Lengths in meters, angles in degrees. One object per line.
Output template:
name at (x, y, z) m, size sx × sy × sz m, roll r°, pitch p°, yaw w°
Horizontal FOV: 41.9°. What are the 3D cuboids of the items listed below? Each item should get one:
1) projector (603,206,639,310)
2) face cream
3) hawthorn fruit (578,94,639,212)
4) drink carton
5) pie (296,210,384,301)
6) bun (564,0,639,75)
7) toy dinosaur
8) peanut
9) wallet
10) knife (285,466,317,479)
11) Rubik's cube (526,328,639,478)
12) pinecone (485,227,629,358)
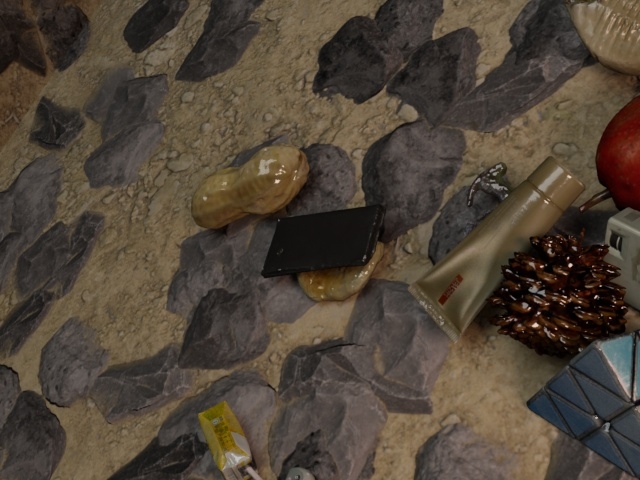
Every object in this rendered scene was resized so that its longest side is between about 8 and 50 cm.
projector at (0.509, 0.035, 1.316) m, size 0.061 × 0.147 × 0.115 m, roll -28°, pitch 40°, yaw -26°
face cream at (0.302, 0.009, 1.425) m, size 0.341 × 0.084 × 0.137 m, roll -48°, pitch 58°, yaw 14°
hawthorn fruit at (0.537, -0.125, 1.362) m, size 0.266 × 0.210 × 0.230 m, roll -27°, pitch 38°, yaw 22°
drink carton at (-0.166, 0.405, 1.585) m, size 0.074 × 0.084 × 0.200 m, roll -23°, pitch 45°, yaw -10°
pie at (0.030, 0.041, 1.712) m, size 0.218 × 0.052 × 0.185 m, roll 33°, pitch 87°, yaw 46°
bun at (0.613, -0.429, 1.516) m, size 0.281 × 0.205 × 0.281 m, roll 7°, pitch 103°, yaw 34°
toy dinosaur at (0.329, -0.004, 1.515) m, size 0.162 × 0.077 × 0.294 m, roll 2°, pitch 61°, yaw 36°
peanut at (-0.166, -0.118, 1.902) m, size 0.313 × 0.149 × 0.149 m, roll -17°, pitch 52°, yaw 25°
wallet at (0.001, 0.000, 1.706) m, size 0.285 × 0.030 × 0.146 m, roll -8°, pitch 53°, yaw 39°
knife at (-0.081, 0.528, 1.472) m, size 0.073 × 0.040 × 0.265 m, roll 5°, pitch 64°, yaw 46°
Rubik's cube at (0.459, 0.226, 1.228) m, size 0.233 × 0.229 × 0.228 m, roll 12°, pitch 108°, yaw 1°
pinecone at (0.379, 0.084, 1.311) m, size 0.221 × 0.221 × 0.221 m, roll -18°, pitch 52°, yaw 25°
